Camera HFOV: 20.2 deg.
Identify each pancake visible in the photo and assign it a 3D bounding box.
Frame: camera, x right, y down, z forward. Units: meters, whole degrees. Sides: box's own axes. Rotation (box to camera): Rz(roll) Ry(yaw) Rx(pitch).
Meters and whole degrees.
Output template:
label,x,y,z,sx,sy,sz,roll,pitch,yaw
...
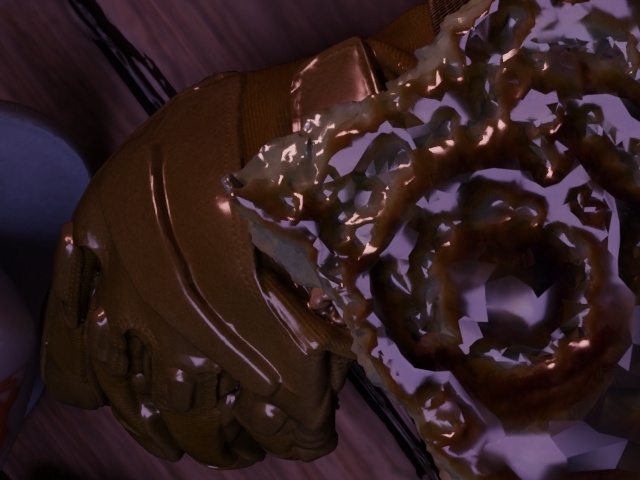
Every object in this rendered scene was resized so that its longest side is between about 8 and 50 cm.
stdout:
label,x,y,z,sx,sy,sz,roll,pitch,yaw
pancake,0.164,-0.036,0.569,0.305,0.067,0.427,41,103,8

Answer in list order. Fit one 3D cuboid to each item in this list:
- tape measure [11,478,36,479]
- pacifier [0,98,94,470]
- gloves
label,x,y,z,sx,sy,sz,roll,pitch,yaw
tape measure,-0.134,0.235,0.877,0.246,0.243,0.125,28,125,11
pacifier,-0.245,0.020,0.853,0.233,0.244,0.299,55,140,33
gloves,-0.007,-0.002,0.731,0.331,0.141,0.154,-33,75,29
